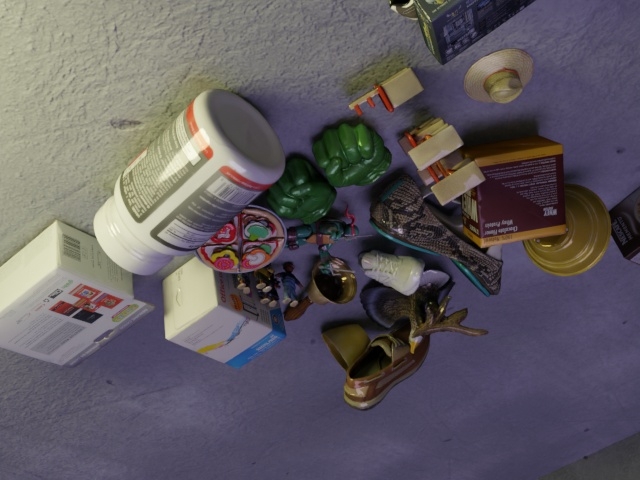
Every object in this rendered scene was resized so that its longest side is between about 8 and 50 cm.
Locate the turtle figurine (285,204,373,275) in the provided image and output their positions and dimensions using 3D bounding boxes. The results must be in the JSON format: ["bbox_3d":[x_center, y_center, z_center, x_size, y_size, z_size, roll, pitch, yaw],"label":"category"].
[{"bbox_3d":[0.000,0.000,1.821,0.234,0.118,0.175,-2,144,3],"label":"turtle figurine"}]

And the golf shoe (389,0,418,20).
[{"bbox_3d":[0.184,-0.450,1.360,0.094,0.077,0.198,5,137,-22],"label":"golf shoe"}]

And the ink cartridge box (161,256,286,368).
[{"bbox_3d":[-0.228,0.161,1.906,0.168,0.171,0.233,-35,138,24],"label":"ink cartridge box"}]

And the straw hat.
[{"bbox_3d":[0.361,-0.304,1.605,0.145,0.061,0.144,-8,141,-7],"label":"straw hat"}]

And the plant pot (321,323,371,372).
[{"bbox_3d":[0.079,0.278,2.196,0.095,0.134,0.134,-35,143,-13],"label":"plant pot"}]

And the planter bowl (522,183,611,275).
[{"bbox_3d":[0.540,-0.028,1.859,0.217,0.217,0.090,-40,152,29],"label":"planter bowl"}]

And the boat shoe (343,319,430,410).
[{"bbox_3d":[0.180,0.309,2.150,0.324,0.123,0.119,-42,137,-35],"label":"boat shoe"}]

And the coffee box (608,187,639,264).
[{"bbox_3d":[0.831,-0.066,1.975,0.098,0.141,0.246,17,131,-34],"label":"coffee box"}]

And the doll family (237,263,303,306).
[{"bbox_3d":[-0.121,0.084,1.900,0.076,0.111,0.193,-32,134,23],"label":"doll family"}]

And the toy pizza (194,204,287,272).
[{"bbox_3d":[-0.169,0.005,1.713,0.202,0.032,0.201,-7,135,-7],"label":"toy pizza"}]

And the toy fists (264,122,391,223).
[{"bbox_3d":[0.009,-0.135,1.678,0.279,0.096,0.142,-33,136,25],"label":"toy fists"}]

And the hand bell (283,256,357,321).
[{"bbox_3d":[-0.026,0.146,2.030,0.126,0.126,0.242,12,148,-29],"label":"hand bell"}]

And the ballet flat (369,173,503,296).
[{"bbox_3d":[0.316,-0.016,1.888,0.483,0.164,0.182,29,105,-39],"label":"ballet flat"}]

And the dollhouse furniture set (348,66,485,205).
[{"bbox_3d":[0.179,-0.188,1.557,0.135,0.262,0.259,-32,100,7],"label":"dollhouse furniture set"}]

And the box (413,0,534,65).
[{"bbox_3d":[0.274,-0.412,1.362,0.233,0.059,0.183,-35,164,6],"label":"box"}]

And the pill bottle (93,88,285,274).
[{"bbox_3d":[-0.257,-0.100,1.548,0.363,0.210,0.210,-38,136,27],"label":"pill bottle"}]

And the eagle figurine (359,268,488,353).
[{"bbox_3d":[0.245,0.171,2.048,0.226,0.298,0.225,41,94,-18],"label":"eagle figurine"}]

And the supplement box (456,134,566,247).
[{"bbox_3d":[0.405,-0.107,1.737,0.192,0.129,0.194,-10,107,-6],"label":"supplement box"}]

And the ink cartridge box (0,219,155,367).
[{"bbox_3d":[-0.566,0.132,1.801,0.310,0.130,0.272,-34,139,23],"label":"ink cartridge box"}]

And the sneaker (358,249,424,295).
[{"bbox_3d":[0.155,0.068,1.903,0.115,0.090,0.232,20,172,-22],"label":"sneaker"}]
